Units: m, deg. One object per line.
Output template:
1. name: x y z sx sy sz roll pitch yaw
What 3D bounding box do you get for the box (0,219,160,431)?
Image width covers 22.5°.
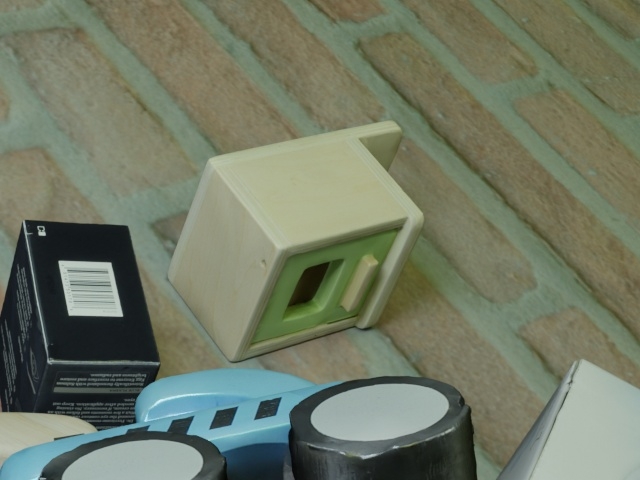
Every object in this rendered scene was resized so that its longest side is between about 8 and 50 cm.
1. box: -0.201 0.092 1.302 0.093 0.158 0.156 3 44 -22

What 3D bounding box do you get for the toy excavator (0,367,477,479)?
1. toy excavator: -0.132 0.184 1.071 0.433 0.222 0.445 -11 17 -9

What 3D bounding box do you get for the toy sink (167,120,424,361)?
1. toy sink: 0.000 0.000 1.513 0.234 0.153 0.131 -14 52 -38

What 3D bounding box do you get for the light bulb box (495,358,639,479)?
1. light bulb box: 0.262 0.340 1.201 0.361 0.225 0.358 28 40 4
